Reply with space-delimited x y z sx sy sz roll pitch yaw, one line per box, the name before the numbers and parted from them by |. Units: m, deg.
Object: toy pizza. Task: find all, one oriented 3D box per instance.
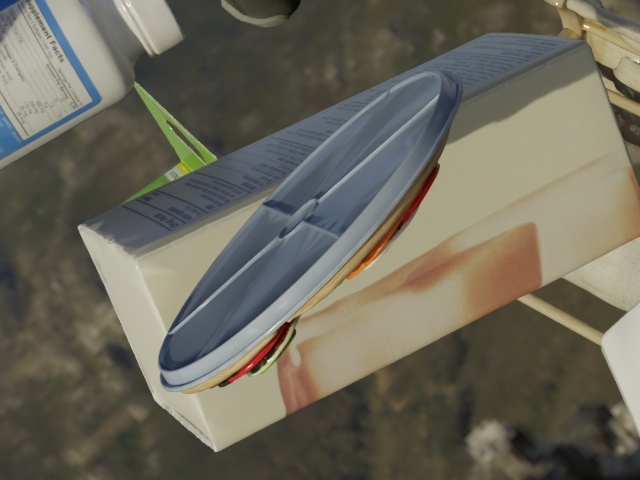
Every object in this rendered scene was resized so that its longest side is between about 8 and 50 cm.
toy pizza | 0.000 0.000 0.931 0.201 0.032 0.201 -44 13 12

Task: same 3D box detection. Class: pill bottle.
pill bottle | -0.223 -0.142 1.554 0.221 0.124 0.124 -30 14 -3

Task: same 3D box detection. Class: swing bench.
swing bench | 0.255 -0.036 1.612 0.254 0.253 0.165 -60 -24 -1

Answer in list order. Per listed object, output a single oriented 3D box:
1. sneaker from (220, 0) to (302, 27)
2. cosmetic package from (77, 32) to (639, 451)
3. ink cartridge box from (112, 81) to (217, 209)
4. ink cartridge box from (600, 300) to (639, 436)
sneaker | -0.049 -0.255 1.122 0.106 0.267 0.101 -14 6 20
cosmetic package | 0.025 -0.007 1.177 0.296 0.129 0.153 -25 16 -13
ink cartridge box | -0.132 -0.012 1.939 0.097 0.255 0.189 -36 43 -9
ink cartridge box | 0.235 0.126 0.612 0.117 0.207 0.283 -47 42 30
